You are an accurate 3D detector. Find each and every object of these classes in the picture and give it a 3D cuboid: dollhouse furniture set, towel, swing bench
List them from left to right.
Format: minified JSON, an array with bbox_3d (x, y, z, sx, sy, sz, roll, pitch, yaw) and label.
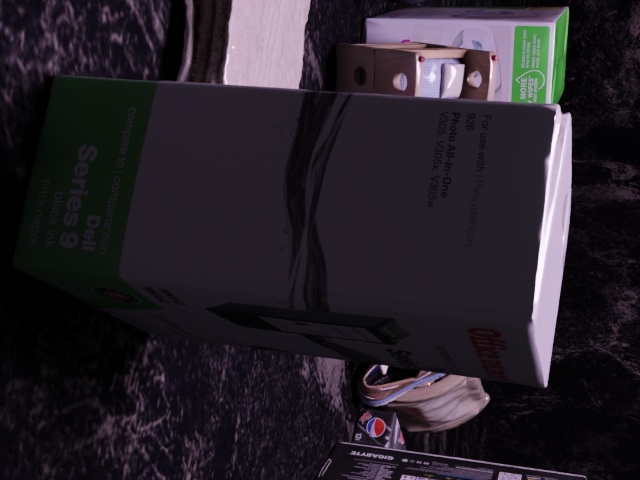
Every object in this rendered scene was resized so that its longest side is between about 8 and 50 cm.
[{"bbox_3d":[-0.051,-0.201,0.809,0.187,0.049,0.282,45,52,-71],"label":"towel"},{"bbox_3d":[0.104,-0.124,1.138,0.129,0.129,0.184,-10,109,-39],"label":"dollhouse furniture set"},{"bbox_3d":[0.185,0.157,1.548,0.253,0.165,0.255,57,42,-66],"label":"swing bench"}]

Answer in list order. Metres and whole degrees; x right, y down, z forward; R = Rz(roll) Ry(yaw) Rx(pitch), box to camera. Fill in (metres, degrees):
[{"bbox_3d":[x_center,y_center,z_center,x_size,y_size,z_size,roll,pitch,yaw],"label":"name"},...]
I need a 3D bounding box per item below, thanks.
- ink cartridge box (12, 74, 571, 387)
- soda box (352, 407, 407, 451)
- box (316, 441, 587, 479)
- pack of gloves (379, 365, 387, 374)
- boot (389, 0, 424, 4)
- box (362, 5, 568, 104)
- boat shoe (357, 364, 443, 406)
[{"bbox_3d":[0.000,0.000,0.618,0.211,0.289,0.122,49,48,-68],"label":"ink cartridge box"},{"bbox_3d":[0.088,0.302,1.465,0.169,0.053,0.060,72,29,-56],"label":"soda box"},{"bbox_3d":[0.136,0.340,1.161,0.257,0.322,0.079,-47,139,-65],"label":"box"},{"bbox_3d":[0.062,0.025,1.323,0.195,0.046,0.232,-67,148,-42],"label":"pack of gloves"},{"bbox_3d":[0.114,-0.338,1.085,0.207,0.094,0.246,89,-15,-47],"label":"boot"},{"bbox_3d":[0.196,-0.234,1.318,0.262,0.231,0.127,-43,136,-66],"label":"box"},{"bbox_3d":[0.132,0.162,1.376,0.183,0.066,0.066,-35,159,-10],"label":"boat shoe"}]
